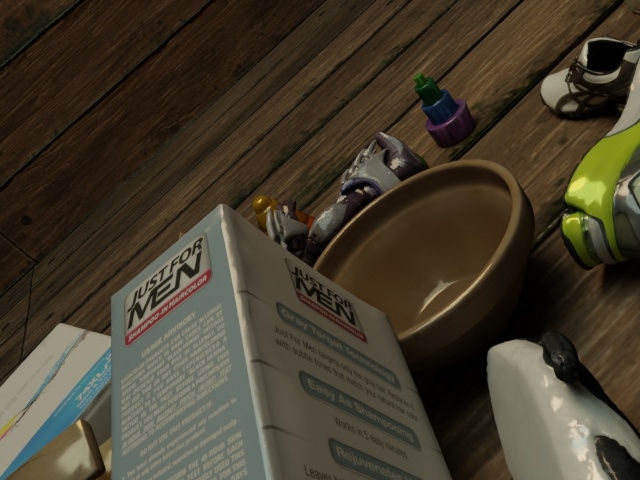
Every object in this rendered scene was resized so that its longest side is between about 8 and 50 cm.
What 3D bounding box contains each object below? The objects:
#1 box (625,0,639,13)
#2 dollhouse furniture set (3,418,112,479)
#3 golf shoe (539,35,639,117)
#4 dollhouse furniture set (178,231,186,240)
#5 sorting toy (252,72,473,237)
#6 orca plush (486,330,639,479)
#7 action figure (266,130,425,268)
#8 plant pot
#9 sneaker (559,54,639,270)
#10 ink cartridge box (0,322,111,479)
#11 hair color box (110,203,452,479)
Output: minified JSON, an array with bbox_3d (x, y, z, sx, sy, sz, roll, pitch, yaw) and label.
[{"bbox_3d":[0.493,-0.390,0.790,0.275,0.094,0.113,-36,26,10],"label":"box"},{"bbox_3d":[-0.123,0.283,0.450,0.161,0.212,0.242,-39,52,1],"label":"dollhouse furniture set"},{"bbox_3d":[0.305,-0.187,0.732,0.077,0.094,0.198,-46,24,-7],"label":"golf shoe"},{"bbox_3d":[-0.157,0.101,0.932,0.129,0.129,0.184,-121,46,-72],"label":"dollhouse furniture set"},{"bbox_3d":[0.044,-0.096,0.919,0.365,0.126,0.127,-42,25,1],"label":"sorting toy"},{"bbox_3d":[0.181,0.130,0.377,0.102,0.151,0.287,-1,2,-1],"label":"orca plush"},{"bbox_3d":[0.000,0.000,0.787,0.285,0.099,0.185,-48,-14,-19],"label":"action figure"},{"bbox_3d":[0.104,0.043,0.626,0.237,0.110,0.237,-33,25,18],"label":"plant pot"},{"bbox_3d":[0.323,-0.092,0.562,0.121,0.111,0.300,12,62,48],"label":"sneaker"},{"bbox_3d":[-0.231,0.229,0.697,0.270,0.198,0.197,-2,46,53],"label":"ink cartridge box"},{"bbox_3d":[-0.002,0.172,0.354,0.113,0.185,0.374,-38,42,19],"label":"hair color box"}]
